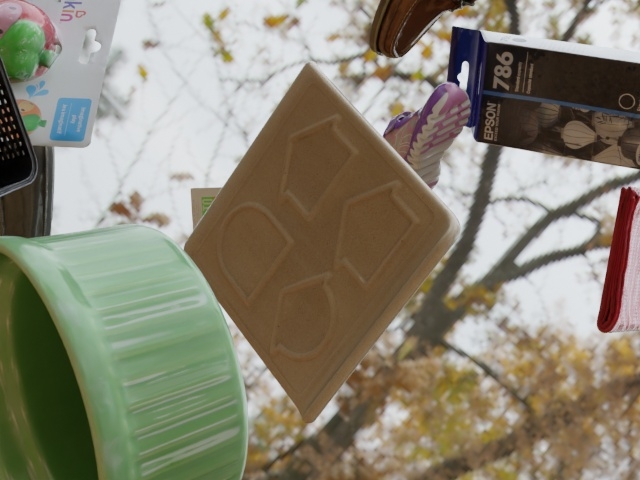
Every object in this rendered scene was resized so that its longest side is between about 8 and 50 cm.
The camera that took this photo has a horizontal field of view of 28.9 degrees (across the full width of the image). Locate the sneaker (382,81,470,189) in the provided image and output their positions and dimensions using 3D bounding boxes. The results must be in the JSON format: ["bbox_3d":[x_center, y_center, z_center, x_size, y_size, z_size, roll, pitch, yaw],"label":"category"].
[{"bbox_3d":[0.146,-0.163,1.894,0.104,0.095,0.236,53,-34,23],"label":"sneaker"}]

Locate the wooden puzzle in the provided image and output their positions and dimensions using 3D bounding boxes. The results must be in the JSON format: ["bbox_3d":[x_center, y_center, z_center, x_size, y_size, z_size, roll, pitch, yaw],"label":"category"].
[{"bbox_3d":[0.000,0.000,1.550,0.080,0.322,0.348,9,35,-47],"label":"wooden puzzle"}]

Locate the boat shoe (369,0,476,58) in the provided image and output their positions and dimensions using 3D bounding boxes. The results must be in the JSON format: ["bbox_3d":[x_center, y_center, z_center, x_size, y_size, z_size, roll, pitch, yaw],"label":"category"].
[{"bbox_3d":[0.188,-0.388,1.823,0.104,0.307,0.110,38,14,20],"label":"boat shoe"}]

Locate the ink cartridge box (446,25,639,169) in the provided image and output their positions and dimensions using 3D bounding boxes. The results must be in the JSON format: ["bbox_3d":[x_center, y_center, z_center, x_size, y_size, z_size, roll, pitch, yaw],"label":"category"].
[{"bbox_3d":[0.341,-0.214,1.855,0.332,0.065,0.165,11,-63,18],"label":"ink cartridge box"}]

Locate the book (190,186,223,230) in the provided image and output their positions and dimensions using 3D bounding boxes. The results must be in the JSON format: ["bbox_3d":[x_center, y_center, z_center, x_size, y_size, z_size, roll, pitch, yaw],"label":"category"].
[{"bbox_3d":[-0.153,-0.044,2.126,0.144,0.096,0.035,-1,2,31],"label":"book"}]

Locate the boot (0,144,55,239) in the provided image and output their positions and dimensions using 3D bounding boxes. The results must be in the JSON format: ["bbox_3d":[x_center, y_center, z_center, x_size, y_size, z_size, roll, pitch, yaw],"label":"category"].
[{"bbox_3d":[-0.370,-0.005,1.472,0.189,0.076,0.209,-21,-103,34],"label":"boot"}]

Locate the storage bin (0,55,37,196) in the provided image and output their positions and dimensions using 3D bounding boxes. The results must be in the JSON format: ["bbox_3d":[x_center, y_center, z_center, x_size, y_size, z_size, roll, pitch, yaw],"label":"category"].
[{"bbox_3d":[-0.341,-0.116,1.096,0.084,0.122,0.180,-10,-76,27],"label":"storage bin"}]

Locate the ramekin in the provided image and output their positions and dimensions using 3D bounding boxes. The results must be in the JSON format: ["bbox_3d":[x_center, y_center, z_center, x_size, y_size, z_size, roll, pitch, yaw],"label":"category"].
[{"bbox_3d":[-0.190,0.130,1.093,0.303,0.148,0.304,29,-54,49],"label":"ramekin"}]

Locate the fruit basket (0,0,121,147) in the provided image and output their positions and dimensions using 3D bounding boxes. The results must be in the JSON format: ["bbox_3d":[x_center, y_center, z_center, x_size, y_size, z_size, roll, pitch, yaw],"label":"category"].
[{"bbox_3d":[-0.421,-0.249,1.454,0.353,0.327,0.165,1,-36,5],"label":"fruit basket"}]

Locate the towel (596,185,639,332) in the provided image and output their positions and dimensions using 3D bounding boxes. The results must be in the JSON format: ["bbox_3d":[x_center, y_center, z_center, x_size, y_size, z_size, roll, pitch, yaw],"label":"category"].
[{"bbox_3d":[0.453,0.031,1.732,0.031,0.199,0.275,12,4,30],"label":"towel"}]
